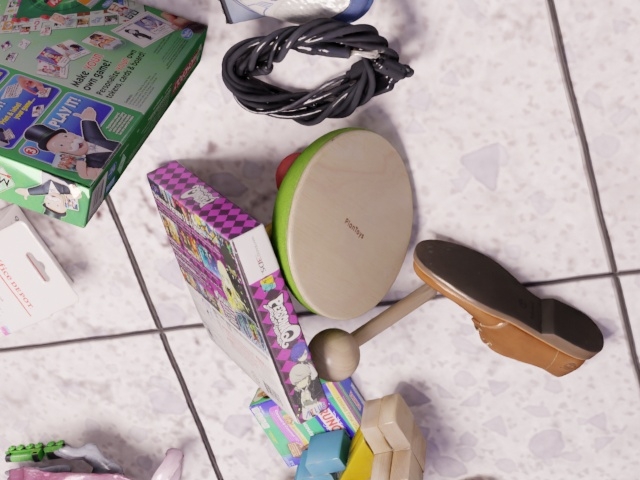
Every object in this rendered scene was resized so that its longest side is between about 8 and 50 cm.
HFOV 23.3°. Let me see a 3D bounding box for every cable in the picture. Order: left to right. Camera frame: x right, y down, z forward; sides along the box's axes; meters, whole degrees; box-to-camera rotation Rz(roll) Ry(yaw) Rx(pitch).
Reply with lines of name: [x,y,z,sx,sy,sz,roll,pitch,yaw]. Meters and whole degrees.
cable: [-0.017,-0.152,1.430,0.184,0.047,0.150,-13,161,36]

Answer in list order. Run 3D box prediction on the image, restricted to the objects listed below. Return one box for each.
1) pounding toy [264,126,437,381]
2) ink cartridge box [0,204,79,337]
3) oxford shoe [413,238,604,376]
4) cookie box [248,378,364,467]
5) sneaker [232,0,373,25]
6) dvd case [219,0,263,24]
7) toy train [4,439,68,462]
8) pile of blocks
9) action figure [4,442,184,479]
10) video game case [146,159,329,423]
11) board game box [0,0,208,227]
pounding toy: [0.000,0.000,1.510,0.110,0.183,0.237,11,131,40]
ink cartridge box: [-0.351,0.039,1.672,0.198,0.067,0.115,-21,113,28]
oxford shoe: [0.173,0.075,1.543,0.212,0.076,0.076,32,129,-7]
cookie box: [-0.008,0.190,1.683,0.107,0.040,0.092,-21,114,25]
sneaker: [-0.097,-0.251,1.357,0.296,0.131,0.112,22,122,1]
dvd case: [0.002,-0.301,1.388,0.253,0.022,0.180,-9,118,21]
toy train: [-0.336,0.250,1.825,0.083,0.024,0.017,-9,118,20]
pile of blocks: [0.010,0.315,1.679,0.148,0.113,0.362,15,132,-4]
action figure: [-0.281,0.430,1.746,0.275,0.370,0.248,-3,161,-2]
video game case: [-0.084,0.046,1.523,0.041,0.232,0.210,-27,117,-16]
board game box: [-0.248,-0.143,1.379,0.213,0.317,0.046,19,125,5]
